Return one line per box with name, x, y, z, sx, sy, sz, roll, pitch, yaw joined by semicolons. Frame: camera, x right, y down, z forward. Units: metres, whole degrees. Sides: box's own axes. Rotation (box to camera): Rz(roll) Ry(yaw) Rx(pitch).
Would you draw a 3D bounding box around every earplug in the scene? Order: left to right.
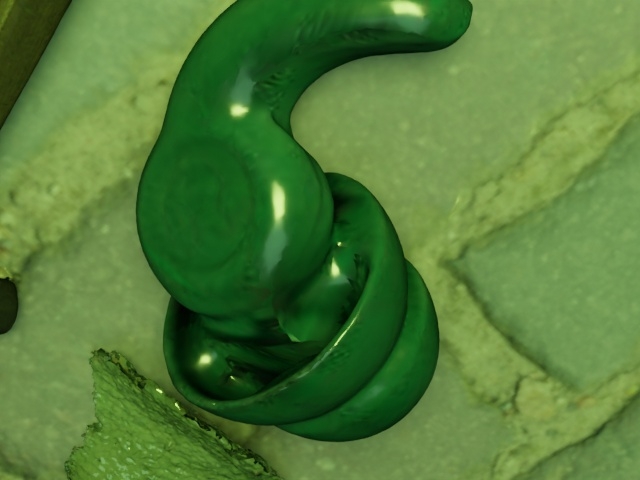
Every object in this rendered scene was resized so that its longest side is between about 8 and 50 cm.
earplug;-0.001;-0.006;0.776;0.257;0.164;0.280;-49;130;-15

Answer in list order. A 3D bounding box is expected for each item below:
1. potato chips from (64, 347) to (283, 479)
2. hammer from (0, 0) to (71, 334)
potato chips;-0.107;0.185;0.920;0.167;0.059;0.228;14;125;-3
hammer;-0.169;-0.120;0.715;0.168;0.044;0.440;14;121;-37
